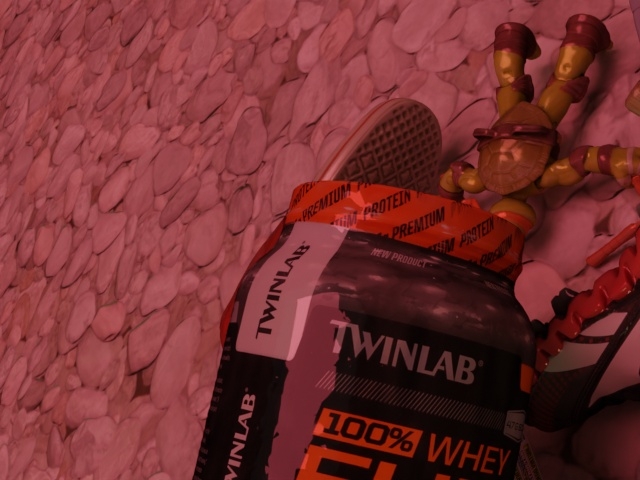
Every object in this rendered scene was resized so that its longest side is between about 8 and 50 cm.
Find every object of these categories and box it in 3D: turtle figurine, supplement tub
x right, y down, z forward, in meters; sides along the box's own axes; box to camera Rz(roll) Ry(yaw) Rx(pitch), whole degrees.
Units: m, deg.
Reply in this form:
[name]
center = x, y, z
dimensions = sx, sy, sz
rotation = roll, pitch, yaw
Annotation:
[turtle figurine]
center = 0.169, -0.086, 0.935
dimensions = 0.269, 0.087, 0.217
rotation = -8, 62, 49
[supplement tub]
center = 0.024, 0.144, 0.705
dimensions = 0.207, 0.207, 0.338
rotation = 1, 76, 52

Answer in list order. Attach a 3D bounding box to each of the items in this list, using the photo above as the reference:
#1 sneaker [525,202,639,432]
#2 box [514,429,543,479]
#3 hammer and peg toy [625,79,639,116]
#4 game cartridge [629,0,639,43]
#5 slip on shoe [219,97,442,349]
[sneaker]
center = 0.233, 0.067, 0.735
dimensions = 0.135, 0.097, 0.276
rotation = 52, 132, 21
[box]
center = 0.082, 0.196, 0.851
dimensions = 0.207, 0.036, 0.114
rotation = -19, 93, 45
[hammer and peg toy]
center = 0.351, -0.148, 0.600
dimensions = 0.127, 0.266, 0.361
rotation = 80, -148, -81
[game cartridge]
center = 0.341, -0.147, 0.791
dimensions = 0.198, 0.062, 0.297
rotation = -28, 48, 33
[slip on shoe]
center = 0.000, 0.000, 1.052
dimensions = 0.331, 0.123, 0.101
rotation = -58, 34, 11
